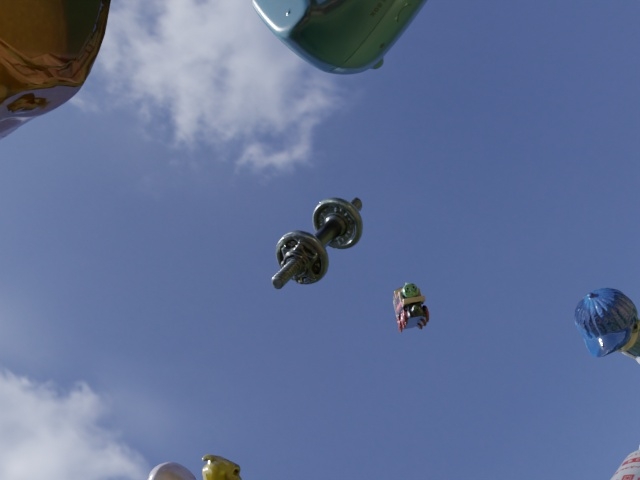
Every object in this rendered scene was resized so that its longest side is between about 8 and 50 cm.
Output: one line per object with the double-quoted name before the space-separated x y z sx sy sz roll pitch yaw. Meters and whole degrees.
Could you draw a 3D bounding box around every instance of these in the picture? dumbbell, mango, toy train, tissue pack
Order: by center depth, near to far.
"mango" -0.233 -0.161 0.558 0.136 0.166 0.236 30 -130 -35
"dumbbell" 0.000 0.000 1.192 0.254 0.081 0.082 -45 -41 -51
"tissue pack" 0.056 -0.395 1.274 0.206 0.198 0.287 20 -66 -46
"toy train" 0.168 0.122 1.604 0.050 0.087 0.138 -10 -16 -4

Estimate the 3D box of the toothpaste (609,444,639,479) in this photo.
"toothpaste" 0.254 0.228 0.695 0.234 0.089 0.057 -25 -79 -52

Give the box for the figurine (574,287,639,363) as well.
"figurine" 0.385 0.116 1.070 0.149 0.086 0.087 23 -92 -27

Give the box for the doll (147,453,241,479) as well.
"doll" -0.162 0.257 0.622 0.365 0.094 0.160 -1 -80 -61
